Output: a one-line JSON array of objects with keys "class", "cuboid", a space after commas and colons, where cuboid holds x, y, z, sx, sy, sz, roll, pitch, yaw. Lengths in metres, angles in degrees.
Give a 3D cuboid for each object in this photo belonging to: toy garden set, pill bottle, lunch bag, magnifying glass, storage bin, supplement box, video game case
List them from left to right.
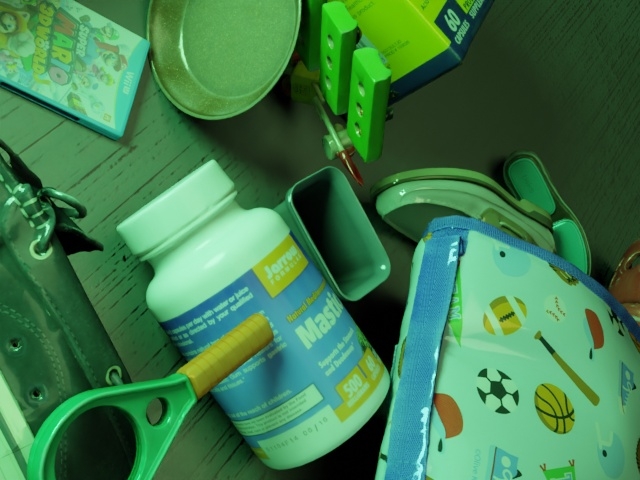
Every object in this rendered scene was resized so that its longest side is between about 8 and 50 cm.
[{"class": "video game case", "cuboid": [-0.255, -0.184, 0.847, 0.166, 0.015, 0.119, 25, 61, -30]}, {"class": "magnifying glass", "cuboid": [-0.119, 0.125, 0.663, 0.231, 0.026, 0.092, -37, 114, -41]}, {"class": "pill bottle", "cuboid": [-0.066, 0.066, 0.821, 0.152, 0.152, 0.272, -43, 103, -39]}, {"class": "storage bin", "cuboid": [0.000, 0.000, 0.935, 0.098, 0.091, 0.135, -33, 97, -40]}, {"class": "supplement box", "cuboid": [0.016, -0.345, 0.996, 0.356, 0.195, 0.194, 43, 53, -18]}, {"class": "toy garden set", "cuboid": [0.015, -0.175, 0.893, 0.049, 0.204, 0.244, -19, 57, -15]}, {"class": "lunch bag", "cuboid": [0.199, 0.199, 0.921, 0.385, 0.238, 0.328, 39, 52, -38]}]

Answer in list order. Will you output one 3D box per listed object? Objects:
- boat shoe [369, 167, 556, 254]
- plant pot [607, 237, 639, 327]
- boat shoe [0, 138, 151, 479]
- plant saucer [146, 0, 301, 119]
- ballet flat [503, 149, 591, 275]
[{"class": "boat shoe", "cuboid": [0.191, -0.007, 1.073, 0.302, 0.113, 0.103, 13, 61, -35]}, {"class": "plant pot", "cuboid": [0.491, 0.110, 1.220, 0.191, 0.191, 0.174, 49, 55, -15]}, {"class": "boat shoe", "cuboid": [-0.266, 0.008, 0.670, 0.156, 0.186, 0.501, -27, 99, -42]}, {"class": "plant saucer", "cuboid": [-0.093, -0.219, 0.878, 0.036, 0.198, 0.199, 0, 74, -58]}, {"class": "ballet flat", "cuboid": [0.321, -0.032, 1.218, 0.213, 0.072, 0.068, 64, 19, -6]}]
